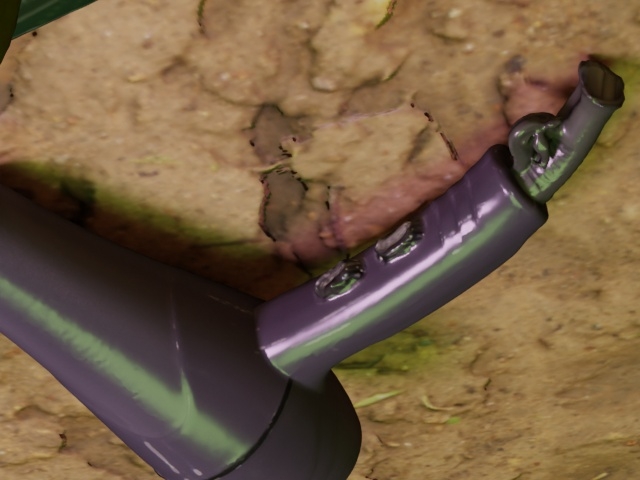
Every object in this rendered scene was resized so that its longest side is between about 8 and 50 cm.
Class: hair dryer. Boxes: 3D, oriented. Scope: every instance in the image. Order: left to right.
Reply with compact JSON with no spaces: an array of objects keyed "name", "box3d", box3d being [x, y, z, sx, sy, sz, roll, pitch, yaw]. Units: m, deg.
[{"name":"hair dryer","box3d":[0.000,0.000,0.855,0.361,0.121,0.301,-33,132,21]}]

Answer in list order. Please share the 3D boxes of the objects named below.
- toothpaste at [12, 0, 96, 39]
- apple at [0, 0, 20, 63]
[{"name":"toothpaste","box3d":[-0.153,-0.107,0.657,0.392,0.061,0.099,-22,145,18]},{"name":"apple","box3d":[-0.220,-0.109,0.470,0.257,0.233,0.295,-3,150,1]}]
